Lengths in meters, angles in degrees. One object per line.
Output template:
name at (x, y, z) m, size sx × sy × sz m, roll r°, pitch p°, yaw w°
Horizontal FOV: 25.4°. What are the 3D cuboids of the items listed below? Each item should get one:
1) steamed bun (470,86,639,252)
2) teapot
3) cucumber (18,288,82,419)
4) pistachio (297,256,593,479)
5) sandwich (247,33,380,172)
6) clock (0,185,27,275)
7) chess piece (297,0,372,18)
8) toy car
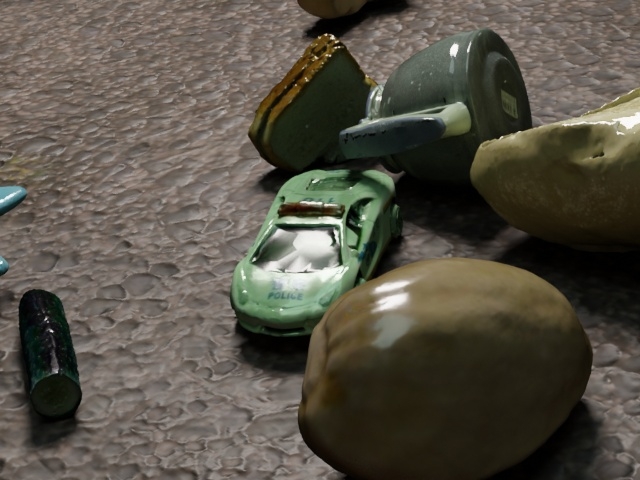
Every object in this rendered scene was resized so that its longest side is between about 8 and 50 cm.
steamed bun at (0.234, -0.045, 0.889) m, size 0.231 × 0.110 × 0.212 m, roll -20°, pitch 8°, yaw -17°
teapot at (0.082, -0.076, 1.001) m, size 0.108 × 0.111 × 0.149 m, roll -12°, pitch 35°, yaw 30°
cucumber at (-0.166, 0.061, 0.863) m, size 0.032 × 0.032 × 0.133 m, roll -12°, pitch 28°, yaw -10°
pistachio at (0.067, 0.065, 0.735) m, size 0.185 × 0.108 × 0.126 m, roll -20°, pitch 54°, yaw -37°
sandwich at (0.000, -0.092, 1.070) m, size 0.105 × 0.093 × 0.036 m, roll -45°, pitch 37°, yaw -2°
clock at (-0.327, 0.021, 0.911) m, size 0.274 × 0.094 × 0.223 m, roll -5°, pitch 29°, yaw -1°
chess piece at (0.084, -0.326, 1.444) m, size 0.117 × 0.117 × 0.397 m, roll 8°, pitch 34°, yaw 25°
toy car at (0.000, 0.000, 0.913) m, size 0.093 × 0.058 × 0.186 m, roll 2°, pitch 28°, yaw 15°
